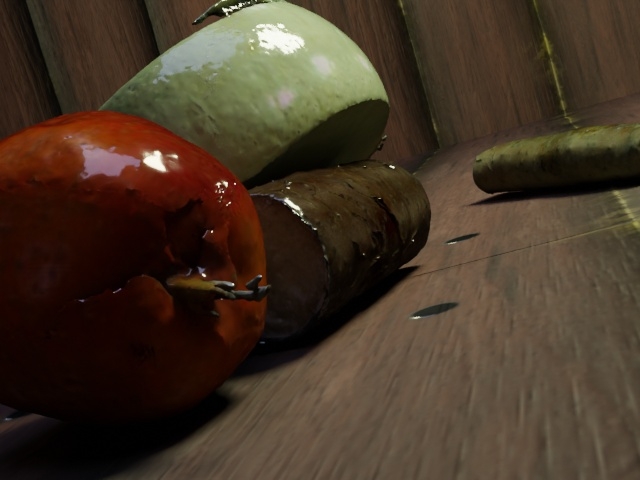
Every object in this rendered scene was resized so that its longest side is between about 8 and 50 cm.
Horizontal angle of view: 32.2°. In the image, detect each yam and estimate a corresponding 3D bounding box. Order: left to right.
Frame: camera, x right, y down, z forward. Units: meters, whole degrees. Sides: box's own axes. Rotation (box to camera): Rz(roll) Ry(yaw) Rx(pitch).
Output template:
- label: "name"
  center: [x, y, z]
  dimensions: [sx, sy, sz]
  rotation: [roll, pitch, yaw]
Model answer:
- label: "yam"
  center: [0.000, -0.002, 0.921]
  dimensions: [0.131, 0.131, 0.279]
  rotation: [-14, 5, 23]
- label: "yam"
  center: [0.278, -0.092, 1.272]
  dimensions: [0.071, 0.067, 0.317]
  rotation: [-50, 18, -18]

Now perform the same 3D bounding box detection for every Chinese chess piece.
- label: "Chinese chess piece"
  center: [-0.098, -0.066, 1.039]
  dimensions: [0.349, 0.146, 0.349]
  rotation: [-40, -10, -9]

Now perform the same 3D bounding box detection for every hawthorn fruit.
- label: "hawthorn fruit"
  center: [-0.121, 0.021, 0.701]
  dimensions: [0.211, 0.211, 0.299]
  rotation: [-21, 19, -40]
